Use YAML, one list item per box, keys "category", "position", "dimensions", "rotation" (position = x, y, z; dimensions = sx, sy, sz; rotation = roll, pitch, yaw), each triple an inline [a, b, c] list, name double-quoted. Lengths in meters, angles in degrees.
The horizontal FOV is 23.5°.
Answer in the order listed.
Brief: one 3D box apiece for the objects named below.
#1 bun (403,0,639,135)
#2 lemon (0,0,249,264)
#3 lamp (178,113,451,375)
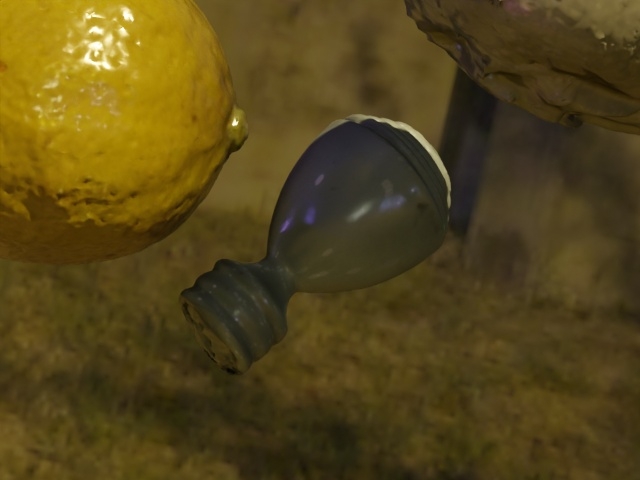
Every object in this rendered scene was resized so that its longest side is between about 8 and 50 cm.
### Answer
- category: "bun"
  position: [0.115, -0.132, 0.712]
  dimensions: [0.239, 0.141, 0.239]
  rotation: [23, 25, -11]
- category: "lemon"
  position: [-0.211, -0.104, 1.146]
  dimensions: [0.320, 0.245, 0.245]
  rotation: [8, 2, 1]
- category: "lamp"
  position: [0.000, 0.000, 0.950]
  dimensions: [0.106, 0.193, 0.106]
  rotation: [43, -21, 20]
